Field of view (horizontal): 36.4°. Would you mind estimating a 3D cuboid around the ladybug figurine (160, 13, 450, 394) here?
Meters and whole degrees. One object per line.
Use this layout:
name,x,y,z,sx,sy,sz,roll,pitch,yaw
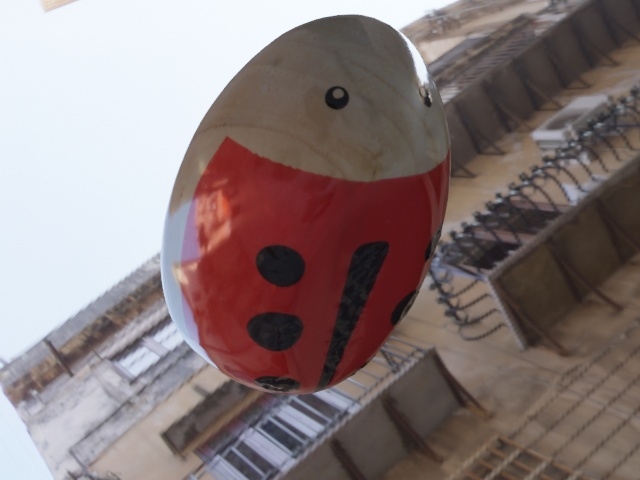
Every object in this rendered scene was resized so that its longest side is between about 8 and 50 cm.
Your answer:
ladybug figurine,0.000,0.000,0.982,0.305,0.162,0.449,-11,-47,-28
